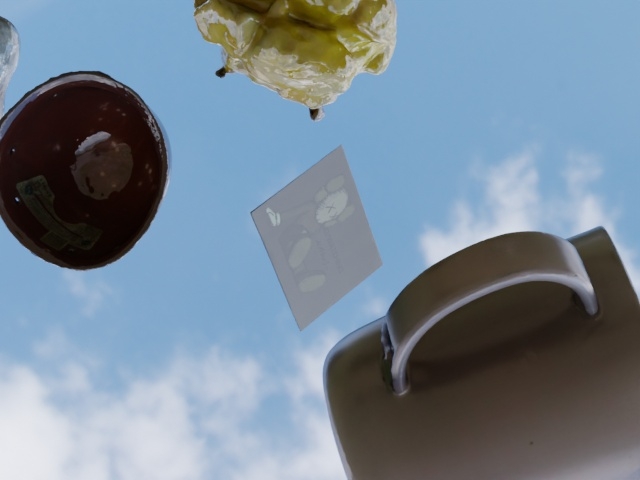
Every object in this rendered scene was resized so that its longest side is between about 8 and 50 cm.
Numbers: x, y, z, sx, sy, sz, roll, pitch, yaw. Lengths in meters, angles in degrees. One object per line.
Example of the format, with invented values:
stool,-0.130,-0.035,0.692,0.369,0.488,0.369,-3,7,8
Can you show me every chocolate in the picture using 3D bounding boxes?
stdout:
chocolate,-0.372,-0.165,1.572,0.072,0.072,0.167,34,-68,43

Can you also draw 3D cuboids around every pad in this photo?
pad,0.000,0.000,1.566,0.127,0.190,0.004,-38,-134,-18

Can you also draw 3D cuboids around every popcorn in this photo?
popcorn,-0.018,-0.169,1.072,0.148,0.152,0.167,-3,-146,-24

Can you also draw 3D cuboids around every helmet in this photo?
helmet,-0.183,-0.070,1.218,0.155,0.175,0.106,35,-154,7

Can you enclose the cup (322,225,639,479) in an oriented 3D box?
cup,0.109,0.095,0.896,0.200,0.253,0.192,-20,-131,7
